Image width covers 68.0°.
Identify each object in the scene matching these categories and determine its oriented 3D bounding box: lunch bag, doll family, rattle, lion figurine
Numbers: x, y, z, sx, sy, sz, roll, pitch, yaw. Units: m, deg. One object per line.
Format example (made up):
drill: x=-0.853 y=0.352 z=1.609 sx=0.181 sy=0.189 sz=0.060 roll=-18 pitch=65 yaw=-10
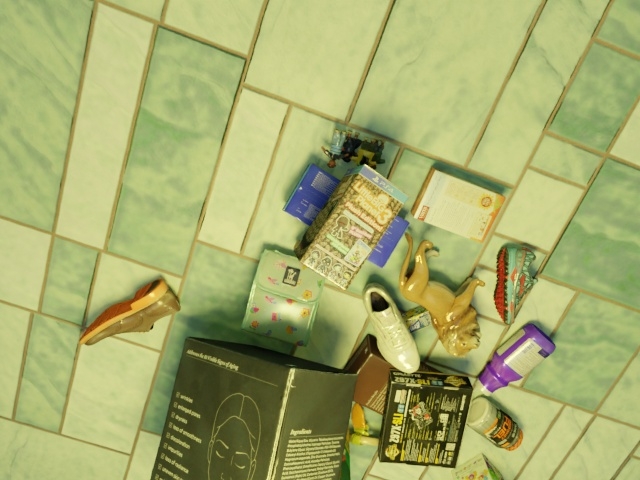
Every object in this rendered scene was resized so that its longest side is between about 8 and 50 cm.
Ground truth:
lunch bag: x=-0.110 y=0.174 z=1.496 sx=0.224 sy=0.160 sz=0.262 roll=17 pitch=98 yaw=-1
doll family: x=0.098 y=-0.254 z=1.384 sx=0.193 sy=0.076 sz=0.111 roll=17 pitch=113 yaw=1
rattle: x=0.195 y=0.691 z=1.737 sx=0.200 sy=0.142 sz=0.130 roll=14 pitch=143 yaw=-19
lion figurine: x=0.357 y=0.173 z=1.469 sx=0.392 sy=0.142 sz=0.240 roll=36 pitch=89 yaw=-5

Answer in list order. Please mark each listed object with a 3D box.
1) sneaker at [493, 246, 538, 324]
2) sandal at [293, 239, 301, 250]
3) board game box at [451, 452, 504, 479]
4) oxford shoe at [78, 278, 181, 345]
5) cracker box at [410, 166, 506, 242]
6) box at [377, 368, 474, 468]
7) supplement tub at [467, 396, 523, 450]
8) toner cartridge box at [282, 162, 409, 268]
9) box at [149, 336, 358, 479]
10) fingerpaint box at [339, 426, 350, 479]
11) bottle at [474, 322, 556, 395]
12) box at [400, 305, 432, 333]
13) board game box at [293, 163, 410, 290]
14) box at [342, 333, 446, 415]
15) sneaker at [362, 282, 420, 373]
sneaker: x=0.626 y=0.149 z=1.495 sx=0.125 sy=0.104 sz=0.261 roll=-3 pitch=110 yaw=0
sandal: x=0.000 y=0.000 z=1.482 sx=0.180 sy=0.049 sz=0.072 roll=-22 pitch=93 yaw=-6
board game box: x=0.593 y=0.933 z=1.682 sx=0.144 sy=0.275 sz=0.142 roll=-38 pitch=104 yaw=14
oxford shoe: x=-0.629 y=0.270 z=1.559 sx=0.364 sy=0.130 sz=0.132 roll=-29 pitch=114 yaw=12
cracker box: x=0.411 y=-0.107 z=1.428 sx=0.232 sy=0.067 sz=0.155 roll=20 pitch=108 yaw=-7
box: x=0.330 y=0.577 z=1.525 sx=0.257 sy=0.079 sz=0.321 roll=5 pitch=110 yaw=2
supplement tub: x=0.610 y=0.647 z=1.665 sx=0.190 sy=0.117 sz=0.117 roll=37 pitch=106 yaw=-11
toner cartridge box: x=0.076 y=-0.073 z=1.424 sx=0.348 sy=0.075 sz=0.165 roll=31 pitch=90 yaw=-9
box: x=-0.199 y=0.557 z=1.354 sx=0.297 sy=0.480 sz=0.471 roll=20 pitch=77 yaw=-47
fingerpaint box: x=-0.097 y=0.816 z=1.607 sx=0.163 sy=0.371 sz=0.445 roll=39 pitch=105 yaw=-11
bottle: x=0.643 y=0.407 z=1.591 sx=0.118 sy=0.092 sz=0.283 roll=38 pitch=106 yaw=-11
box: x=0.286 y=0.274 z=1.570 sx=0.169 sy=0.059 sz=0.054 roll=-25 pitch=105 yaw=10
board game box: x=0.071 y=-0.040 z=1.271 sx=0.141 sy=0.232 sz=0.291 roll=34 pitch=90 yaw=-9
box: x=0.276 y=0.501 z=1.612 sx=0.382 sy=0.143 sz=0.191 roll=29 pitch=108 yaw=-10
sneaker: x=0.209 y=0.274 z=1.471 sx=0.114 sy=0.152 sz=0.305 roll=-29 pitch=79 yaw=3
